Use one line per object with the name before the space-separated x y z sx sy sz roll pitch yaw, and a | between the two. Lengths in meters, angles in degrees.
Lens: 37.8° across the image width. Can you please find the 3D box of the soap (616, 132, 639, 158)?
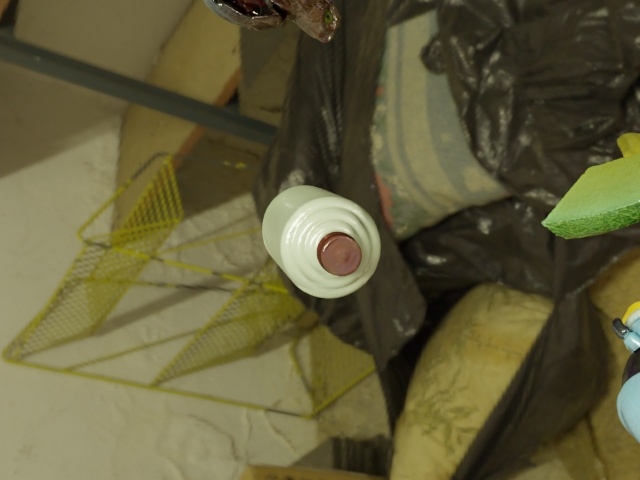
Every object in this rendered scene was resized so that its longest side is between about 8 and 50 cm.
soap | 0.577 -0.157 1.662 0.140 0.089 0.045 -72 -2 -63

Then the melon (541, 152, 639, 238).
melon | 0.378 -0.074 1.064 0.262 0.053 0.114 -28 29 43

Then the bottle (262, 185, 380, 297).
bottle | 0.000 0.000 0.986 0.245 0.104 0.104 -142 70 -77

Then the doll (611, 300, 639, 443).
doll | 0.472 0.198 1.237 0.314 0.177 0.141 -76 9 -59

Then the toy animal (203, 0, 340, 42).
toy animal | -0.059 -0.324 1.209 0.116 0.179 0.218 -21 29 47
